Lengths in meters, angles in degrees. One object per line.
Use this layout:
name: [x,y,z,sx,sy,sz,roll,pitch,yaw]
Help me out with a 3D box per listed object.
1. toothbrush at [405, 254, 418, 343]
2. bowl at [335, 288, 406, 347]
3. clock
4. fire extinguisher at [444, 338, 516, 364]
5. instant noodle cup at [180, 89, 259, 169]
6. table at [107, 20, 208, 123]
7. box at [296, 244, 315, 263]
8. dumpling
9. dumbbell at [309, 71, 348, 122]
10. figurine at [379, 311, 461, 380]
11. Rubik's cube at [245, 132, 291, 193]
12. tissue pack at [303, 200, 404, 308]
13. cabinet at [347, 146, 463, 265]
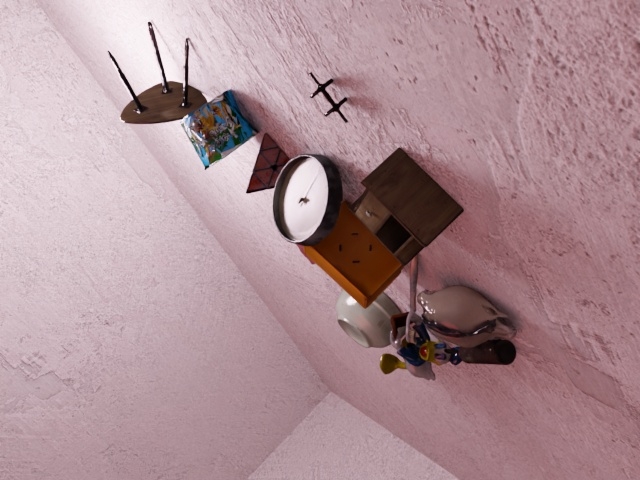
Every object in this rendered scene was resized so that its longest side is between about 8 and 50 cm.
toothbrush: [0.285,0.182,1.736,0.037,0.028,0.376,17,131,28]
bowl: [0.177,0.299,2.165,0.307,0.163,0.307,39,161,16]
clock: [-0.045,-0.123,1.673,0.055,0.281,0.280,8,-168,-41]
fire extinguisher: [0.472,0.335,1.687,0.089,0.072,0.267,7,168,-14]
instant noodle cup: [-0.346,-0.371,1.877,0.178,0.240,0.240,55,160,-14]
table: [-0.571,-0.595,1.955,0.317,0.317,0.249,34,144,35]
box: [0.000,0.000,1.952,0.111,0.156,0.060,51,162,-3]
dumpling: [0.392,0.230,1.549,0.292,0.163,0.205,19,143,34]
dumbbell: [0.020,-0.344,1.355,0.147,0.069,0.069,52,161,-11]
figurine: [0.357,0.359,1.945,0.338,0.204,0.284,-4,120,52]
Rubik's cube: [-0.134,-0.228,1.949,0.190,0.212,0.178,23,-177,1]
tissue pack: [0.107,0.046,1.757,0.274,0.194,0.145,43,165,16]
cabinet: [0.197,-0.075,1.377,0.215,0.148,0.175,47,161,7]
